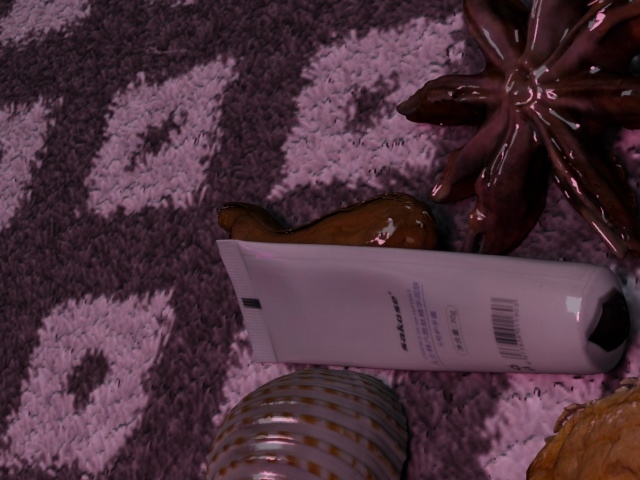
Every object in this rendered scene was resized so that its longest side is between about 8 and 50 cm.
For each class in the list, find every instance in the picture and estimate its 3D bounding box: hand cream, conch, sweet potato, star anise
[{"bbox_3d":[0.060,0.050,0.871,0.321,0.109,0.067,0,27,36],"label":"hand cream"},{"bbox_3d":[-0.012,0.148,0.866,0.135,0.102,0.153,4,66,24],"label":"conch"},{"bbox_3d":[-0.004,0.005,0.974,0.233,0.062,0.081,-1,55,43],"label":"sweet potato"},{"bbox_3d":[0.158,-0.100,0.888,0.288,0.088,0.288,-16,66,40],"label":"star anise"}]

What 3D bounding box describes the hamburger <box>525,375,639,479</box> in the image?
[{"bbox_3d":[0.168,0.188,0.616,0.285,0.134,0.265,-117,52,-88],"label":"hamburger"}]
